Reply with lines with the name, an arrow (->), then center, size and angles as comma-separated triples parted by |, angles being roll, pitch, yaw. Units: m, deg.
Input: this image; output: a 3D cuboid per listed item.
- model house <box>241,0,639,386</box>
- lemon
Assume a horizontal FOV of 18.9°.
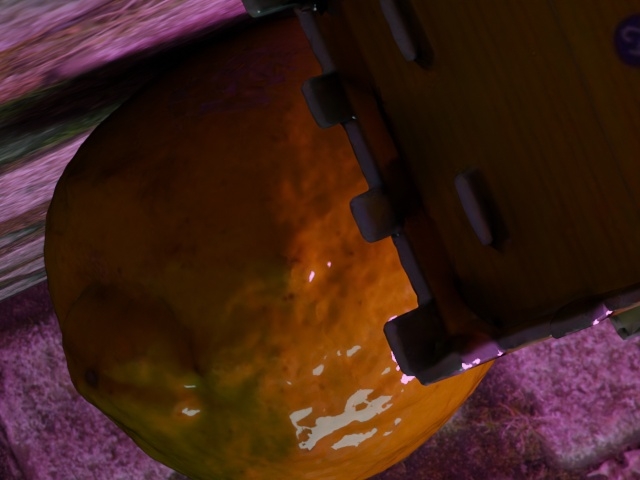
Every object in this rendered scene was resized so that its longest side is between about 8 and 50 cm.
model house -> 0.121, -0.075, 0.744 | 0.198, 0.224, 0.215 | -25, 179, 37
lemon -> -0.005, 0.004, 1.122 | 0.285, 0.285, 0.316 | -24, 165, 34
